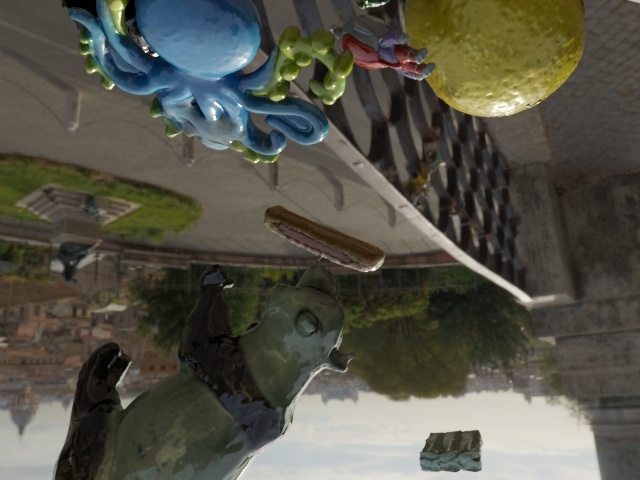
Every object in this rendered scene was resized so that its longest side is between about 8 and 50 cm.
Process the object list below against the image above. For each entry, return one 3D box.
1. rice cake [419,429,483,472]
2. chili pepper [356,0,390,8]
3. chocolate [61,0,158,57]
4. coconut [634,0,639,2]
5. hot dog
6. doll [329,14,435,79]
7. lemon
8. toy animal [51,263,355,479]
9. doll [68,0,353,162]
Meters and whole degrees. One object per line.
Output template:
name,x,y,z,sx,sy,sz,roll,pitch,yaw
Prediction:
rice cake,0.261,0.409,1.072,0.124,0.038,0.211,-10,170,20
chili pepper,0.108,-0.428,0.912,0.055,0.118,0.035,36,167,-10
chocolate,-0.271,-0.343,0.877,0.207,0.224,0.177,-6,144,8
coconut,0.685,-0.603,1.130,0.202,0.222,0.202,-2,124,-3
hot dog,0.002,-0.003,1.148,0.286,0.061,0.088,27,-151,27
doll,0.088,-0.314,0.879,0.227,0.075,0.102,40,177,42
lemon,0.313,-0.394,0.991,0.336,0.335,0.336,-2,164,-1
toy animal,-0.074,0.100,0.344,0.225,0.121,0.093,-38,125,-7
doll,-0.139,-0.231,0.719,0.346,0.098,0.341,14,154,-3
